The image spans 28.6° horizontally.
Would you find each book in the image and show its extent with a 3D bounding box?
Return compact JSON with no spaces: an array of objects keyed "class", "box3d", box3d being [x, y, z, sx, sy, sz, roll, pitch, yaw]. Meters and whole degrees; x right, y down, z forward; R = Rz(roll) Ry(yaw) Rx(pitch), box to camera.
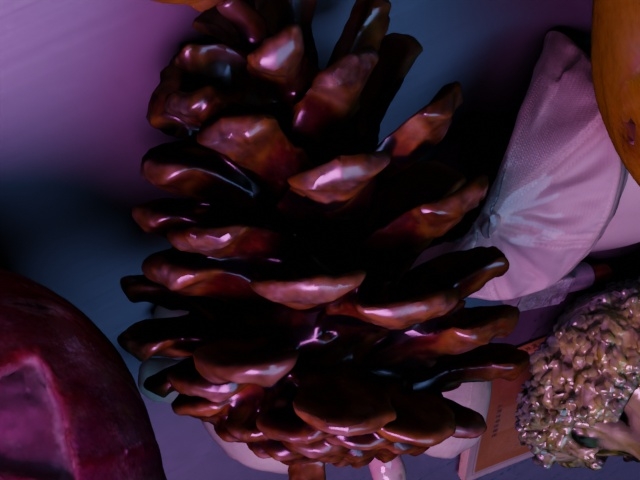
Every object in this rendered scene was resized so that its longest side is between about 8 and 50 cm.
[{"class":"book","box3d":[0.245,0.137,1.204,0.242,0.018,0.170,-18,137,-20]}]

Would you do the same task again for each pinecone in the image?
[{"class":"pinecone","box3d":[0.000,0.000,0.722,0.244,0.244,0.309,-8,103,-30]}]

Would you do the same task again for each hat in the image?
[{"class":"hat","box3d":[0.193,-0.021,0.924,0.226,0.164,0.219,16,122,-19]}]

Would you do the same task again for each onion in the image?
[{"class":"onion","box3d":[-0.206,0.127,0.698,0.272,0.230,0.256,9,132,-41]}]

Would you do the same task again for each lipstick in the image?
[{"class":"lipstick","box3d":[0.205,0.033,1.065,0.129,0.030,0.030,-8,133,-37]}]

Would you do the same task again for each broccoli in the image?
[{"class":"broccoli","box3d":[0.291,0.118,1.073,0.198,0.226,0.176,91,18,-56]}]

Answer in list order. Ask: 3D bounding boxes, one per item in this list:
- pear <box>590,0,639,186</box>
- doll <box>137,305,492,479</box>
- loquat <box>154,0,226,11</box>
[{"class":"pear","box3d":[0.298,-0.153,0.774,0.285,0.336,0.285,3,133,3]},{"class":"doll","box3d":[0.014,0.098,0.897,0.275,0.113,0.154,10,97,-27]},{"class":"loquat","box3d":[-0.063,-0.179,0.590,0.141,0.141,0.141,-20,138,-19]}]
